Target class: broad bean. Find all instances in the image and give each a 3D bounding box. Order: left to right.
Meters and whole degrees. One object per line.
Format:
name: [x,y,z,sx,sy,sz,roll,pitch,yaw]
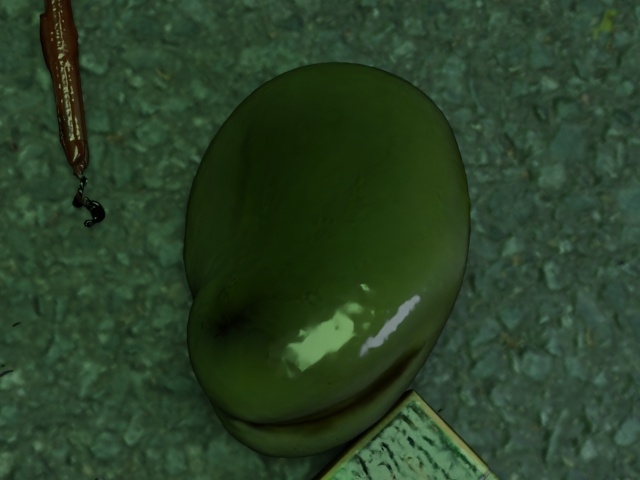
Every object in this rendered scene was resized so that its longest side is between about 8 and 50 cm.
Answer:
broad bean: [0.000,0.000,1.110,0.189,0.121,0.263,-2,67,20]

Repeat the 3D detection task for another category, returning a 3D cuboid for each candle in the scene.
candle: [-0.165,-0.089,1.177,0.026,0.021,0.167,-13,80,19]

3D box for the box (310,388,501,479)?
box: [0.080,0.232,1.103,0.159,0.071,0.240,-43,84,-10]
